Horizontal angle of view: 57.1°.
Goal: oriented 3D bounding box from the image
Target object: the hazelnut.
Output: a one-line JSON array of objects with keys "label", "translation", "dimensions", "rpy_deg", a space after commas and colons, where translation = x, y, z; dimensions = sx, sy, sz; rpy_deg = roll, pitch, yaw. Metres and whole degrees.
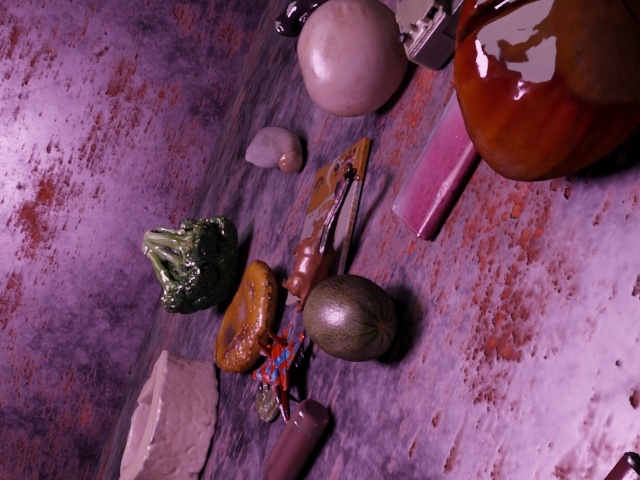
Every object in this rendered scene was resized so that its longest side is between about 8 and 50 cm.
[{"label": "hazelnut", "translation": [0.198, -0.161, 0.537], "dimensions": [0.180, 0.181, 0.212], "rpy_deg": [-11, 69, 44]}]

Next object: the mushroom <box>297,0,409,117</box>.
[{"label": "mushroom", "translation": [0.067, -0.317, 1.055], "dimensions": [0.206, 0.209, 0.207], "rpy_deg": [-14, 66, 34]}]

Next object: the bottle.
[{"label": "bottle", "translation": [-0.037, 0.302, 0.872], "dimensions": [0.140, 0.053, 0.053], "rpy_deg": [-62, 22, 19]}]

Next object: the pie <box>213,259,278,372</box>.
[{"label": "pie", "translation": [-0.160, 0.170, 1.287], "dimensions": [0.273, 0.069, 0.273], "rpy_deg": [-54, 26, 41]}]

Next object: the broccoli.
[{"label": "broccoli", "translation": [-0.352, 0.060, 1.626], "dimensions": [0.308, 0.275, 0.308], "rpy_deg": [-61, -7, -14]}]

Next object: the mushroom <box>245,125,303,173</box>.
[{"label": "mushroom", "translation": [-0.108, -0.235, 1.497], "dimensions": [0.270, 0.103, 0.118], "rpy_deg": [21, 90, 64]}]

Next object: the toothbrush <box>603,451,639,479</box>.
[{"label": "toothbrush", "translation": [0.141, 0.304, 0.440], "dimensions": [0.364, 0.040, 0.041], "rpy_deg": [-63, 21, 17]}]

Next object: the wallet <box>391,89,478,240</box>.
[{"label": "wallet", "translation": [0.172, -0.120, 0.778], "dimensions": [0.232, 0.025, 0.119], "rpy_deg": [-63, 21, 17]}]

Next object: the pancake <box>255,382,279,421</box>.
[{"label": "pancake", "translation": [-0.086, 0.266, 1.074], "dimensions": [0.130, 0.022, 0.116], "rpy_deg": [-68, 24, 3]}]

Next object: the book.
[{"label": "book", "translation": [0.013, -0.029, 1.107], "dimensions": [0.208, 0.020, 0.296], "rpy_deg": [-26, 47, 61]}]

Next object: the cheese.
[{"label": "cheese", "translation": [-0.372, 0.449, 1.444], "dimensions": [0.292, 0.153, 0.332], "rpy_deg": [-49, 27, 42]}]

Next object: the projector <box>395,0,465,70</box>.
[{"label": "projector", "translation": [0.207, -0.412, 0.872], "dimensions": [0.269, 0.088, 0.194], "rpy_deg": [-52, 30, 40]}]

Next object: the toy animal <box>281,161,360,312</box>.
[{"label": "toy animal", "translation": [0.000, 0.000, 0.987], "dimensions": [0.229, 0.066, 0.224], "rpy_deg": [136, 149, -66]}]

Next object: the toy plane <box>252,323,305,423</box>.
[{"label": "toy plane", "translation": [-0.062, 0.231, 0.989], "dimensions": [0.130, 0.061, 0.189], "rpy_deg": [-40, 41, 18]}]

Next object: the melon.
[{"label": "melon", "translation": [0.037, 0.101, 0.786], "dimensions": [0.167, 0.114, 0.114], "rpy_deg": [9, 79, 69]}]

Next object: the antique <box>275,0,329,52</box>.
[{"label": "antique", "translation": [0.023, -0.615, 1.396], "dimensions": [0.255, 0.185, 0.322], "rpy_deg": [-16, 53, 67]}]
